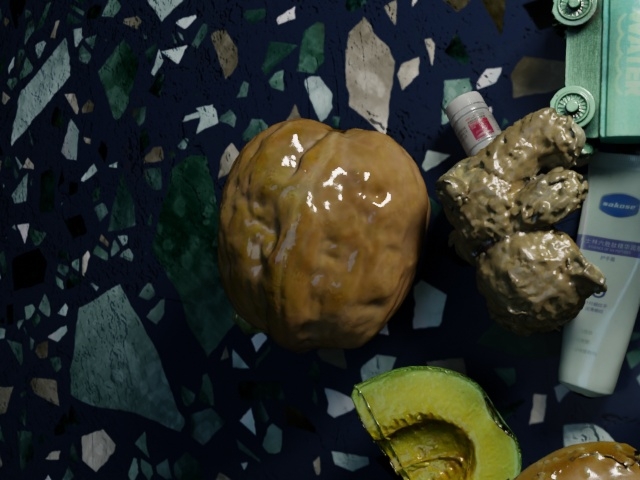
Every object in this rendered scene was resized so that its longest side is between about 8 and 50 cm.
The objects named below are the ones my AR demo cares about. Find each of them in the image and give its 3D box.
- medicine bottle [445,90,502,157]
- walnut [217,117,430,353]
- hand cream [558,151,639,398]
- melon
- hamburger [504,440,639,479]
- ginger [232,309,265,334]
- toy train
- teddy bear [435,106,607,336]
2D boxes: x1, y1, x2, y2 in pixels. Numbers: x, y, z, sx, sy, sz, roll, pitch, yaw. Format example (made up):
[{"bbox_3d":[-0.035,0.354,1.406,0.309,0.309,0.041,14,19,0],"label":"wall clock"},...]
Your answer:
[{"bbox_3d":[0.222,-0.160,1.175,0.058,0.058,0.091,-36,67,29],"label":"medicine bottle"},{"bbox_3d":[0.000,0.001,1.195,0.306,0.306,0.344,16,104,36],"label":"walnut"},{"bbox_3d":[0.373,0.045,1.067,0.109,0.067,0.320,11,86,38],"label":"hand cream"},{"bbox_3d":[0.180,0.285,1.151,0.169,0.129,0.265,-32,75,5],"label":"melon"},{"bbox_3d":[0.306,0.413,0.954,0.277,0.195,0.318,-27,73,1],"label":"hamburger"},{"bbox_3d":[-0.088,0.020,1.378,0.137,0.089,0.290,18,100,44],"label":"ginger"},{"bbox_3d":[0.373,-0.228,1.056,0.159,0.101,0.248,3,89,21],"label":"toy train"},{"bbox_3d":[0.255,-0.005,1.056,0.256,0.156,0.267,60,148,10],"label":"teddy bear"}]
